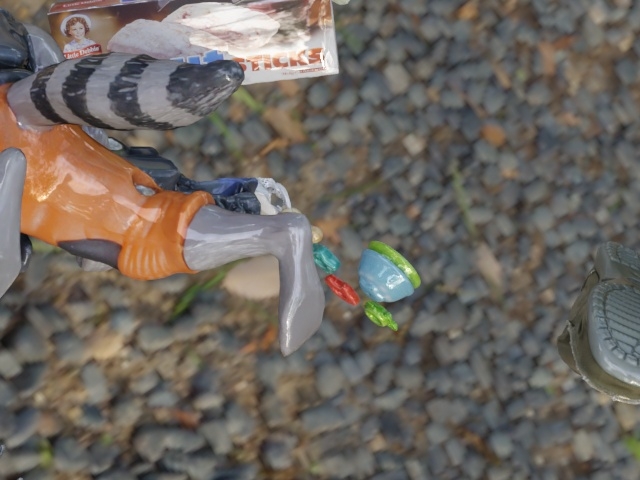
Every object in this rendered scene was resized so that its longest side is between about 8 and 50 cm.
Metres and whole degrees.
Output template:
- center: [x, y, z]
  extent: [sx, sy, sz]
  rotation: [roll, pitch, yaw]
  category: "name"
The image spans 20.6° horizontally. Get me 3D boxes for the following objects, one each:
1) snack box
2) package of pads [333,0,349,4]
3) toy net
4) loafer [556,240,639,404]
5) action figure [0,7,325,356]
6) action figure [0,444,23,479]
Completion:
- center: [-0.080, -0.128, 1.122]
  extent: [0.178, 0.064, 0.022]
  rotation: [-7, 26, 1]
  category: "snack box"
- center: [0.055, -0.385, 1.701]
  extent: [0.101, 0.296, 0.229]
  rotation: [28, 77, -1]
  category: "package of pads"
- center: [0.000, 0.000, 1.847]
  extent: [0.232, 0.122, 0.045]
  rotation: [37, 74, 13]
  category: "toy net"
- center: [0.237, 0.079, 1.378]
  extent: [0.094, 0.087, 0.251]
  rotation: [26, 19, 4]
  category: "loafer"
- center: [-0.131, -0.056, 0.909]
  extent: [0.341, 0.330, 0.179]
  rotation: [-5, 115, -41]
  category: "action figure"
- center: [-0.368, 0.214, 1.315]
  extent: [0.275, 0.141, 0.164]
  rotation: [0, 33, -28]
  category: "action figure"
